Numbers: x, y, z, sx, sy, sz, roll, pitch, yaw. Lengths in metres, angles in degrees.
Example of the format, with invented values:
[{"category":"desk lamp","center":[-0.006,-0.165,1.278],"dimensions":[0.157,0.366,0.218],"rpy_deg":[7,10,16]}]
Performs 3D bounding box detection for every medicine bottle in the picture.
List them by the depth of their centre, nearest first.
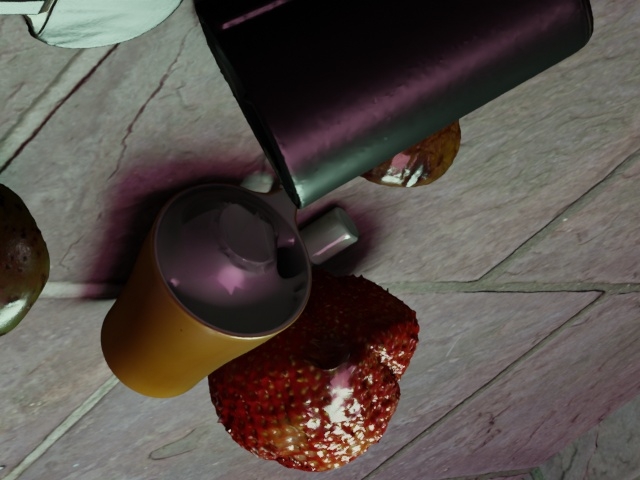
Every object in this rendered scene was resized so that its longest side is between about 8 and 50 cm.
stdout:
[{"category":"medicine bottle","center":[0.000,0.000,2.063],"dimensions":[0.083,0.047,0.047],"rpy_deg":[-32,156,16]}]

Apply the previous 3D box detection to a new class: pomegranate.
[{"category":"pomegranate","center":[-0.335,0.020,1.661],"dimensions":[0.159,0.159,0.205],"rpy_deg":[-21,-177,-11]}]

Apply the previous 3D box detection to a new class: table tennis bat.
[{"category":"table tennis bat","center":[-0.204,-0.203,1.466],"dimensions":[0.220,0.019,0.130],"rpy_deg":[-8,150,-39]}]

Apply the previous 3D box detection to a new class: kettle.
[{"category":"kettle","center":[0.055,-0.212,1.556],"dimensions":[0.308,0.262,0.203],"rpy_deg":[-28,-168,-4]}]

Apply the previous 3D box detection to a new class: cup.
[{"category":"cup","center":[-0.125,0.051,1.934],"dimensions":[0.226,0.182,0.264],"rpy_deg":[-48,-178,-39]}]

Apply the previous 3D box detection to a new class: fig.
[{"category":"fig","center":[0.092,-0.151,1.783],"dimensions":[0.146,0.134,0.201],"rpy_deg":[-41,158,-60]}]

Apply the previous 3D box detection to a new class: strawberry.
[{"category":"strawberry","center":[-0.012,0.152,2.123],"dimensions":[0.239,0.250,0.288],"rpy_deg":[16,173,-4]}]
